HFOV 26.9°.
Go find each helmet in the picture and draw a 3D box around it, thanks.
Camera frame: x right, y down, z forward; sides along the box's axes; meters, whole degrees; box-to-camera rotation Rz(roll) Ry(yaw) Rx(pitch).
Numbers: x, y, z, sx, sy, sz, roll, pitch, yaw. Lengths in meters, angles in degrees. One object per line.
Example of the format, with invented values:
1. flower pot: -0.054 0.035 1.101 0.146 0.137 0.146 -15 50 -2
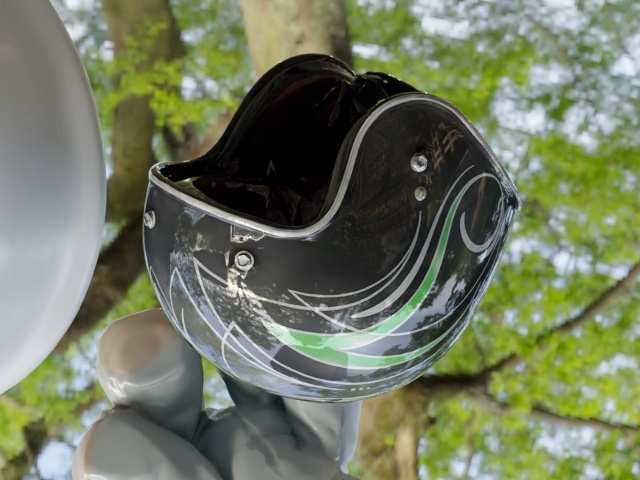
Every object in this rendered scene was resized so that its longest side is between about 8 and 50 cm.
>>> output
1. helmet: 0.000 0.000 0.658 0.161 0.169 0.169 -47 -130 -6

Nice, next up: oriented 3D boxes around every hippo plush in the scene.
1. hippo plush: -0.047 0.175 1.086 0.294 0.236 0.234 28 -111 8

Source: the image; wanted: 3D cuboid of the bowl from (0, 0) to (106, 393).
1. bowl: -0.270 -0.032 0.687 0.298 0.298 0.134 20 -161 17
